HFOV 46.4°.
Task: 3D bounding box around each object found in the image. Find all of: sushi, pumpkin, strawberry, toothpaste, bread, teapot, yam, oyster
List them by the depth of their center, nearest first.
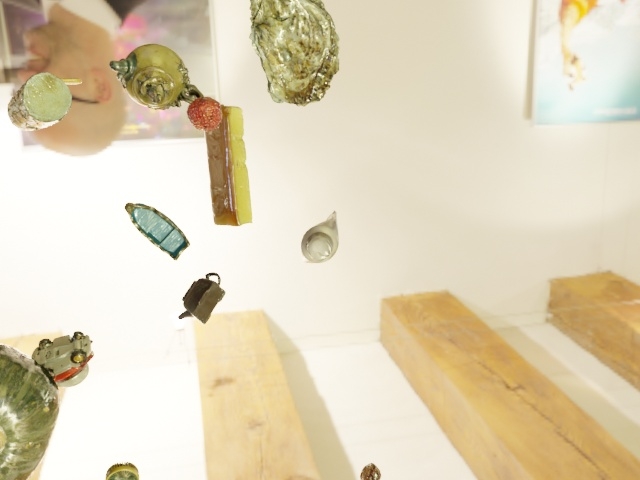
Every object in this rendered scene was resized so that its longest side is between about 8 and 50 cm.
[{"bbox_3d":[-0.002,0.001,1.417,0.099,0.069,0.282,-25,-176,4],"label":"toothpaste"},{"bbox_3d":[-0.565,-0.273,1.499,0.107,0.107,0.183,-14,-173,-34],"label":"yam"},{"bbox_3d":[-0.694,0.371,1.522,0.291,0.328,0.257,30,-179,-13],"label":"pumpkin"},{"bbox_3d":[-0.055,-0.408,1.533,0.198,0.268,0.112,-17,-149,-29],"label":"oyster"},{"bbox_3d":[-0.257,-0.287,1.683,0.083,0.083,0.096,-5,170,-10],"label":"strawberry"},{"bbox_3d":[0.129,0.598,1.893,0.050,0.099,0.047,-5,-145,-14],"label":"sushi"},{"bbox_3d":[-0.426,-0.414,1.973,0.269,0.173,0.183,25,-153,-24],"label":"teapot"},{"bbox_3d":[-0.277,-0.226,2.234,0.077,0.362,0.138,-12,-169,-40],"label":"bread"},{"bbox_3d":[-0.363,0.169,2.234,0.096,0.087,0.177,23,-107,30],"label":"teapot"}]

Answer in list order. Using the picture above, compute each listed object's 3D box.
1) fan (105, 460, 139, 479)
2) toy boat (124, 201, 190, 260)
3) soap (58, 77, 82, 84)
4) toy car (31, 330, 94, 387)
[{"bbox_3d":[-0.505,0.607,1.840,0.082,0.155,0.039,25,-163,-27],"label":"fan"},{"bbox_3d":[-0.404,-0.031,1.838,0.075,0.185,0.077,-45,-168,2],"label":"toy boat"},{"bbox_3d":[-0.651,-0.404,1.897,0.089,0.012,0.034,-6,175,-28],"label":"soap"},{"bbox_3d":[-0.572,0.281,1.696,0.139,0.112,0.112,-20,-138,-3],"label":"toy car"}]
